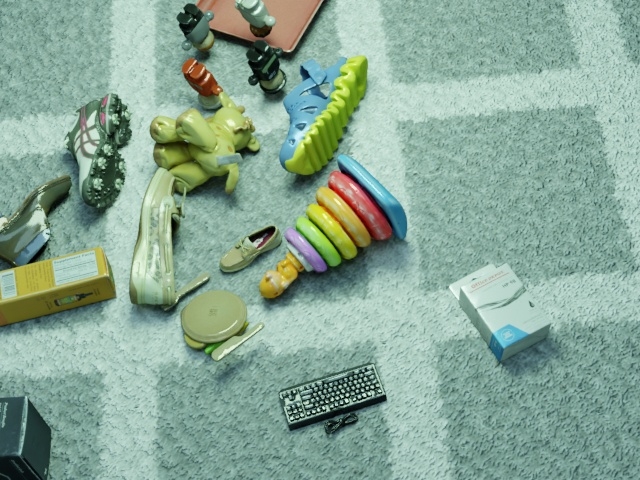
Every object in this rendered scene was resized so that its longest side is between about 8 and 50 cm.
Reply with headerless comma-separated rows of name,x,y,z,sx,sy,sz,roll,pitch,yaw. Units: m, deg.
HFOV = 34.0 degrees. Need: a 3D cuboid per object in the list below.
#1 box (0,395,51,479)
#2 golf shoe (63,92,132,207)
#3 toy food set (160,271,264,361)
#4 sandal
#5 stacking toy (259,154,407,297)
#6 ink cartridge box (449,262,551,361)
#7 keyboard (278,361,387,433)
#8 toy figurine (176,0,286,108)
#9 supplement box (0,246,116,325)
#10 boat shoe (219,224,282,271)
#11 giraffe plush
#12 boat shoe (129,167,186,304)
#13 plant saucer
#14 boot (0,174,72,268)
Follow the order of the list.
box,-0.576,0.344,1.760,0.207,0.153,0.108,-3,58,0
golf shoe,-0.458,-0.172,2.110,0.120,0.105,0.272,-9,51,16
toy food set,-0.199,0.147,1.929,0.132,0.038,0.192,-34,52,-22
sandal,-0.016,-0.260,2.119,0.138,0.126,0.317,16,53,17
stacking toy,0.000,0.000,1.954,0.302,0.175,0.166,-42,63,-5
ink cartridge box,0.322,0.116,1.897,0.104,0.060,0.180,-27,61,-12
keyboard,0.025,0.283,1.837,0.180,0.023,0.108,-17,60,-6
toy figurine,-0.184,-0.394,2.164,0.213,0.148,0.209,-16,67,8
supplement box,-0.506,0.086,1.956,0.234,0.078,0.080,-12,56,-5
boat shoe,-0.136,0.011,1.997,0.135,0.045,0.050,-34,63,-16
giraffe plush,-0.211,-0.206,2.080,0.210,0.181,0.170,9,38,21
boat shoe,-0.300,-0.006,1.991,0.089,0.104,0.285,6,64,-1
plant saucer,-0.124,-0.530,2.323,0.258,0.047,0.259,20,63,15
boot,-0.549,-0.032,2.046,0.106,0.082,0.219,46,65,2
